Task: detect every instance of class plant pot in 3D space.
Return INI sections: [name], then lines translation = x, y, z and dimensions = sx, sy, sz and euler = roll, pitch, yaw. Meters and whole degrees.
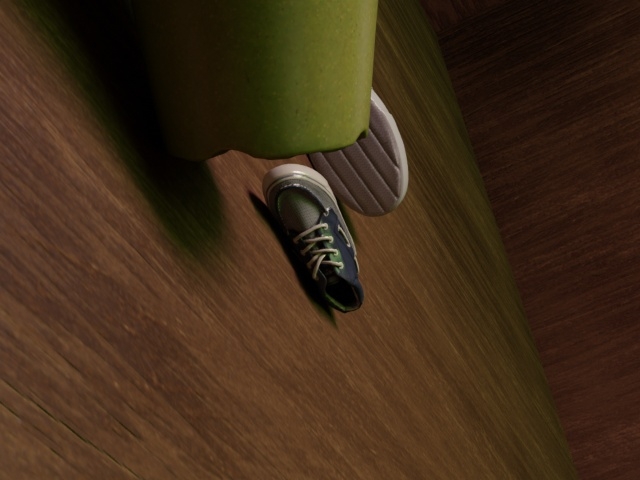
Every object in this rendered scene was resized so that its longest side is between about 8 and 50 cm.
[plant pot]
translation = -0.056, -0.203, 0.960
dimensions = 0.276, 0.276, 0.254
euler = -52, 140, -74

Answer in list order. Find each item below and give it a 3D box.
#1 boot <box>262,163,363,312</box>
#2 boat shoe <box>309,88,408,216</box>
[boot]
translation = 0.000, 0.000, 1.205
dimensions = 0.190, 0.069, 0.086
euler = 51, 18, -50
[boat shoe]
translation = 0.021, -0.193, 1.483
dimensions = 0.335, 0.121, 0.119
euler = 62, 19, -9
